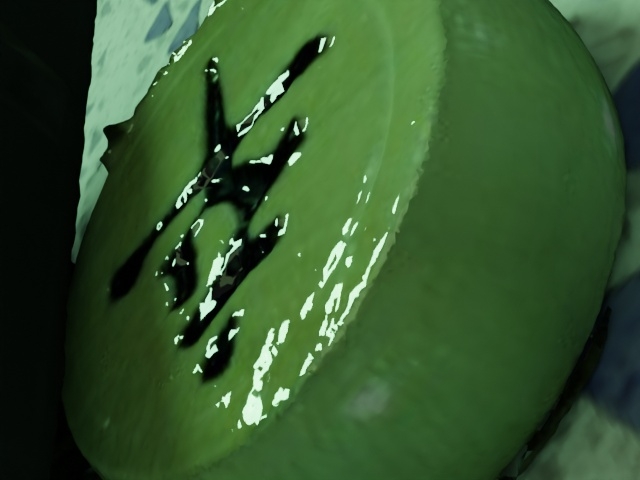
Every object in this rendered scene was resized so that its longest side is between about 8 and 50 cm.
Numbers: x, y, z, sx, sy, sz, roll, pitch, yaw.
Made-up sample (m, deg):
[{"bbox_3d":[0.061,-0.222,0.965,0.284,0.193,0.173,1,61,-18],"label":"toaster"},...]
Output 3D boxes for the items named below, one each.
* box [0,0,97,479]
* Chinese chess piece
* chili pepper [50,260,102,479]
[{"bbox_3d":[-0.172,0.003,0.591,0.211,0.058,0.350,-33,35,21],"label":"box"},{"bbox_3d":[0.000,0.000,0.493,0.188,0.083,0.188,-37,37,35],"label":"Chinese chess piece"},{"bbox_3d":[-0.120,0.100,0.597,0.148,0.116,0.265,-57,27,35],"label":"chili pepper"}]
